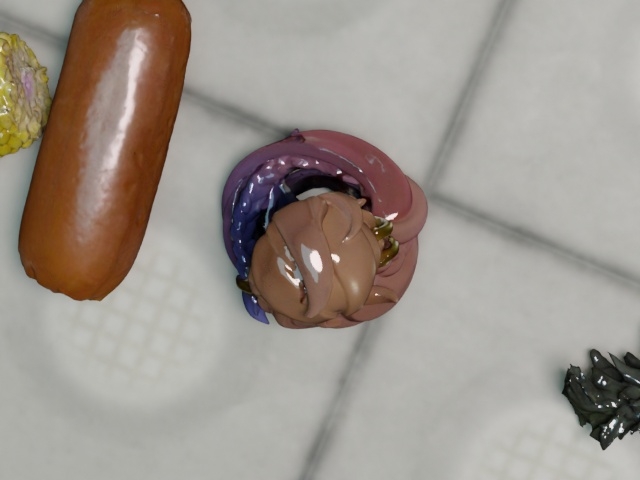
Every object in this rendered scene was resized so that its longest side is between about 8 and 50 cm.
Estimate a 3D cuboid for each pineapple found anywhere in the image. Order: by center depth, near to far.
[{"bbox_3d":[0.237,0.093,0.978,0.197,0.108,0.108,-2,96,18],"label":"pineapple"}]

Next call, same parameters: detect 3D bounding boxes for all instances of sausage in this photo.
[{"bbox_3d":[-0.126,-0.063,1.001,0.076,0.076,0.198,16,96,4],"label":"sausage"}]

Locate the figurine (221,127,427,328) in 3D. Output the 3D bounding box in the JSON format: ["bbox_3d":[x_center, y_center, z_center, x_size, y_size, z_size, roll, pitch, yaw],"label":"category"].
[{"bbox_3d":[0.006,0.006,0.966,0.126,0.157,0.114,-41,112,3],"label":"figurine"}]

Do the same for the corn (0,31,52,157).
[{"bbox_3d":[-0.284,-0.057,1.013,0.248,0.081,0.081,-17,94,7],"label":"corn"}]
